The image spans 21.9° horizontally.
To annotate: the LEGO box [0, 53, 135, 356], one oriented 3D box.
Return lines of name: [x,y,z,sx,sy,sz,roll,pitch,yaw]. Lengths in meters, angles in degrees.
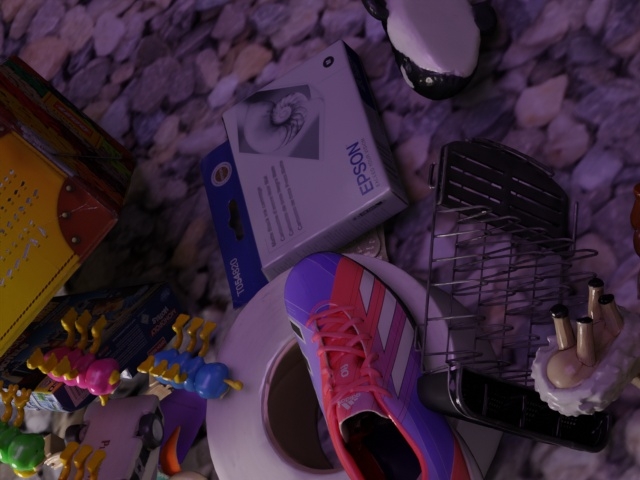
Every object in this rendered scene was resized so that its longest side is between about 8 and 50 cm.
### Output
LEGO box: [-0.428,0.066,1.733,0.193,0.372,0.500,41,95,-10]

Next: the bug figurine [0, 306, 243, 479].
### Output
bug figurine: [-0.218,0.173,1.586,0.216,0.072,0.279,18,46,26]

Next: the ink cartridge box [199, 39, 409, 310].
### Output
ink cartridge box: [-0.034,-0.070,1.729,0.224,0.045,0.223,-33,50,19]

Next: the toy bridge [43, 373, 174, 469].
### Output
toy bridge: [-0.228,0.198,1.783,0.188,0.026,0.063,-34,38,25]

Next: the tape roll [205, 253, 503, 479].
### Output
tape roll: [0.031,0.160,1.604,0.286,0.100,0.286,-11,69,30]

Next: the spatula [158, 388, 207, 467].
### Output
spatula: [-0.191,0.292,1.746,0.084,0.030,0.297,11,80,32]

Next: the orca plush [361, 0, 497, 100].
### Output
orca plush: [0.078,-0.238,1.705,0.287,0.151,0.102,60,140,28]

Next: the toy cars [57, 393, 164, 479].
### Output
toy cars: [-0.159,0.284,1.568,0.176,0.087,0.393,-32,34,-14]

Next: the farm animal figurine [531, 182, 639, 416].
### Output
farm animal figurine: [0.383,0.082,1.354,0.330,0.172,0.327,14,41,35]

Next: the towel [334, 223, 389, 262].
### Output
towel: [0.000,0.000,1.721,0.148,0.027,0.110,-24,62,24]

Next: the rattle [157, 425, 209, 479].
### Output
rattle: [-0.154,0.284,1.645,0.130,0.142,0.200,-17,79,31]

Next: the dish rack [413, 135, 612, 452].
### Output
dish rack: [0.176,0.045,1.492,0.074,0.208,0.272,-11,67,45]

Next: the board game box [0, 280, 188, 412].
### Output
board game box: [-0.277,0.120,1.794,0.194,0.060,0.194,0,35,43]

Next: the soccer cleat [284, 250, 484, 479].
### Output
soccer cleat: [0.040,0.129,1.475,0.108,0.116,0.318,-38,59,18]
